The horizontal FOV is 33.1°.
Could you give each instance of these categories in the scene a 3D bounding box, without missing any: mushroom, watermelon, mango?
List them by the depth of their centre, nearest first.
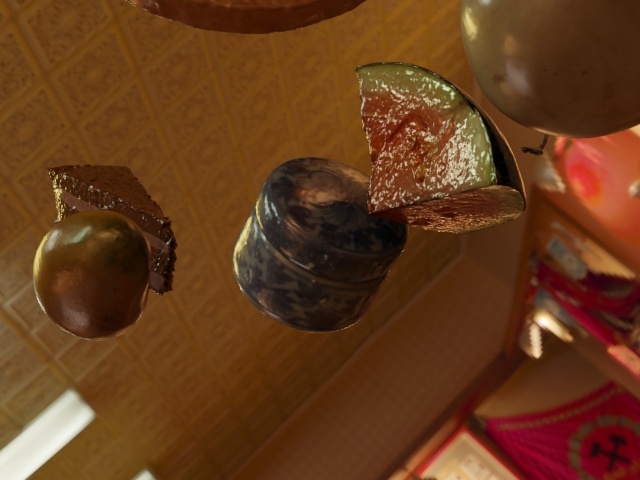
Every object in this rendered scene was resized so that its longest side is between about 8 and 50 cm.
[{"bbox_3d":[0.207,-0.196,0.859,0.207,0.215,0.207,-7,-42,-7],"label":"mushroom"},{"bbox_3d":[0.104,-0.088,0.954,0.137,0.145,0.193,-3,-13,-5],"label":"watermelon"},{"bbox_3d":[-0.285,0.039,1.348,0.120,0.151,0.221,-59,-5,-39],"label":"mango"}]

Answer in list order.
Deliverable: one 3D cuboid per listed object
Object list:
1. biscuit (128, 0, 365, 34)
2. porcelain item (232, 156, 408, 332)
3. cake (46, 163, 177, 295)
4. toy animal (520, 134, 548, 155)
[{"bbox_3d":[-0.104,-0.415,1.369,0.385,0.365,0.062,1,-26,-12],"label":"biscuit"},{"bbox_3d":[0.000,0.000,1.016,0.147,0.147,0.114,-24,-29,-46],"label":"porcelain item"},{"bbox_3d":[-0.279,-0.027,1.545,0.112,0.295,0.116,-14,-59,-35],"label":"cake"},{"bbox_3d":[0.371,-0.241,1.815,0.070,0.079,0.253,89,-174,-65],"label":"toy animal"}]
